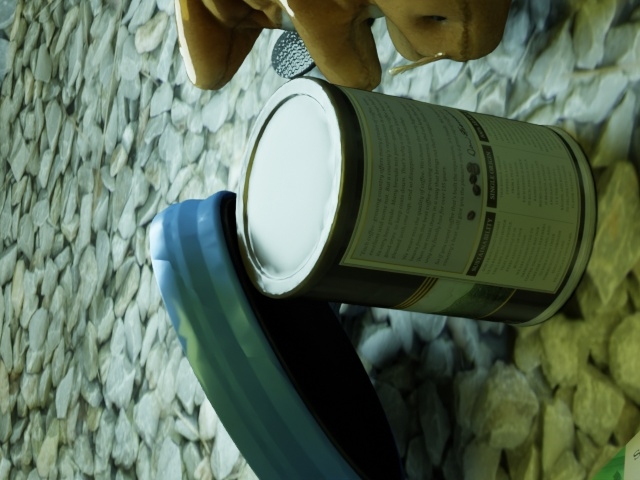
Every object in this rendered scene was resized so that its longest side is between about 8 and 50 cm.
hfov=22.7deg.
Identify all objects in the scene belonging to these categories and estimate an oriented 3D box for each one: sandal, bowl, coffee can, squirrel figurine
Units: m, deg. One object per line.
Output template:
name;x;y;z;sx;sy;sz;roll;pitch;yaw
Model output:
sandal;0.008;-0.244;1.939;0.179;0.040;0.067;-25;66;40
bowl;-0.034;0.121;1.609;0.077;0.391;0.391;-30;47;10
coffee can;0.088;-0.031;1.487;0.201;0.275;0.201;-24;62;57
squirrel figurine;0.039;-0.341;1.603;0.370;0.281;0.396;17;122;54

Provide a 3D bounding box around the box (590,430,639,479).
box;0.255;0.314;1.233;0.232;0.058;0.322;-54;24;32

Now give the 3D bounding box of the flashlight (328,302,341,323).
flashlight;0.000;0.000;1.823;0.103;0.103;0.304;-84;12;-70
